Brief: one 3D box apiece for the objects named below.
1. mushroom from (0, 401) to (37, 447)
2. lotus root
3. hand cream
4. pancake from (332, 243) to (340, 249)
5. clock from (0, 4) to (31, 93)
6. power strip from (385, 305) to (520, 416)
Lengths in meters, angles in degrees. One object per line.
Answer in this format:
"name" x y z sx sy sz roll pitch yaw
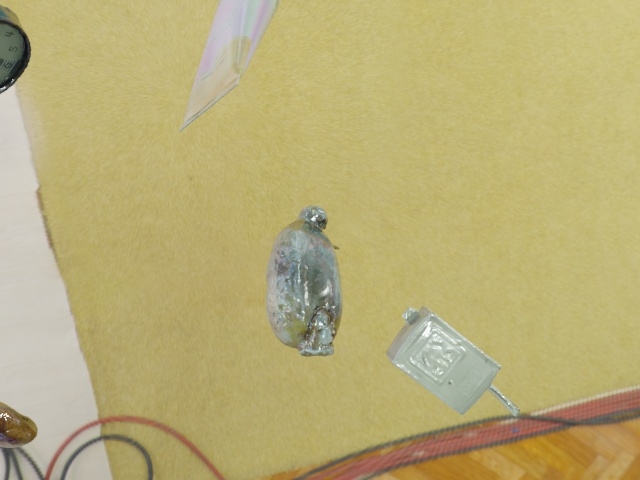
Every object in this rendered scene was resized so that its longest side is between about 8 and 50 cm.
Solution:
"mushroom" -0.433 0.240 0.946 0.123 0.123 0.052 20 65 -14
"lotus root" -0.038 0.089 1.604 0.175 0.175 0.349 3 67 -11
"hand cream" -0.065 -0.163 0.566 0.047 0.076 0.174 34 51 -27
"pancake" 0.001 -0.001 1.868 0.115 0.115 0.011 28 87 -15
"clock" -0.534 -0.281 1.108 0.184 0.184 0.040 -40 75 -1
"power strip" 0.156 0.148 0.817 0.175 0.042 0.075 37 92 -9
